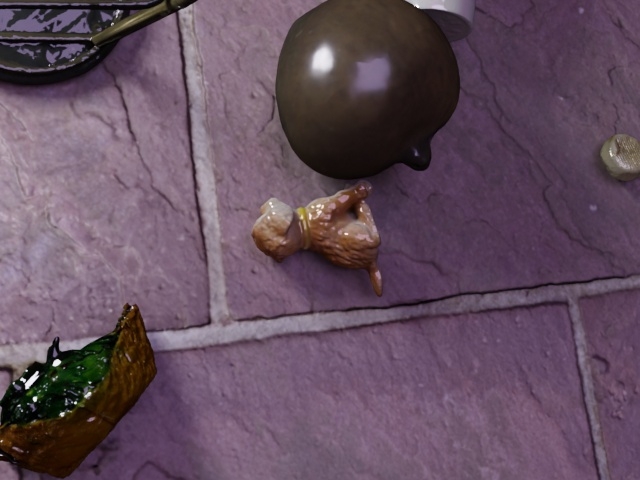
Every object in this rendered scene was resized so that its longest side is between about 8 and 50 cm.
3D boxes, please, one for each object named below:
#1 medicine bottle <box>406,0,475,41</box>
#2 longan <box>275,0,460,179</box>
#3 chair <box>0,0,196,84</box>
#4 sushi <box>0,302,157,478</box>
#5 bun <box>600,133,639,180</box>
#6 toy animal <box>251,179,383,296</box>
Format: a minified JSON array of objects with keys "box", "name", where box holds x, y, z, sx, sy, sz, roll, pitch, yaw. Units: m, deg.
[{"box":[0.187,-0.480,1.786,0.170,0.170,0.293,9,77,-16],"name":"medicine bottle"},{"box":[0.069,-0.229,1.649,0.300,0.243,0.300,0,85,0],"name":"longan"},{"box":[-0.370,-0.415,1.456,0.365,0.410,0.362,-5,81,-20],"name":"chair"},{"box":[-0.324,0.201,1.477,0.140,0.149,0.287,42,74,-2],"name":"sushi"},{"box":[0.515,-0.139,1.882,0.086,0.055,0.086,11,62,-21],"name":"bun"},{"box":[-0.004,0.013,1.652,0.185,0.104,0.184,-12,84,-24],"name":"toy animal"}]
